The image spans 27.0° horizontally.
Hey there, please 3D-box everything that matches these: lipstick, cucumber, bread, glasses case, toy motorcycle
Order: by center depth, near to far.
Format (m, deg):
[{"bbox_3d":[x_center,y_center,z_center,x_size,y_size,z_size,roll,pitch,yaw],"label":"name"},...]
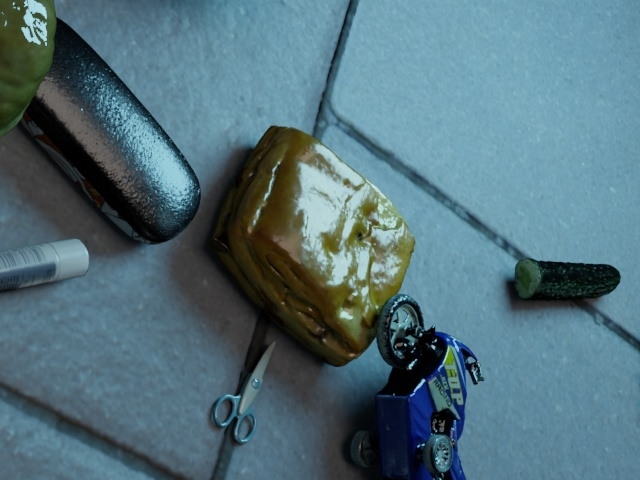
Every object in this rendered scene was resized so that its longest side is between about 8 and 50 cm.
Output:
[{"bbox_3d":[-0.287,0.027,1.260,0.141,0.040,0.040,-12,85,-44],"label":"lipstick"},{"bbox_3d":[-0.223,-0.110,1.342,0.267,0.067,0.103,51,51,-19],"label":"glasses case"},{"bbox_3d":[0.000,0.000,1.486,0.235,0.099,0.210,43,52,-24],"label":"bread"},{"bbox_3d":[0.125,0.212,1.517,0.169,0.113,0.316,-9,95,-53],"label":"toy motorcycle"},{"bbox_3d":[0.338,0.052,1.803,0.214,0.058,0.052,2,41,-45],"label":"cucumber"}]

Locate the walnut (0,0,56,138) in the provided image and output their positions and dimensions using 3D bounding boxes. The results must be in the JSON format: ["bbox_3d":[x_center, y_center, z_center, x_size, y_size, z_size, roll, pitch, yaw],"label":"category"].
[{"bbox_3d":[-0.362,-0.195,1.135,0.282,0.227,0.283,3,85,-36],"label":"walnut"}]

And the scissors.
[{"bbox_3d":[-0.075,0.157,1.427,0.058,0.014,0.119,42,56,-26],"label":"scissors"}]
